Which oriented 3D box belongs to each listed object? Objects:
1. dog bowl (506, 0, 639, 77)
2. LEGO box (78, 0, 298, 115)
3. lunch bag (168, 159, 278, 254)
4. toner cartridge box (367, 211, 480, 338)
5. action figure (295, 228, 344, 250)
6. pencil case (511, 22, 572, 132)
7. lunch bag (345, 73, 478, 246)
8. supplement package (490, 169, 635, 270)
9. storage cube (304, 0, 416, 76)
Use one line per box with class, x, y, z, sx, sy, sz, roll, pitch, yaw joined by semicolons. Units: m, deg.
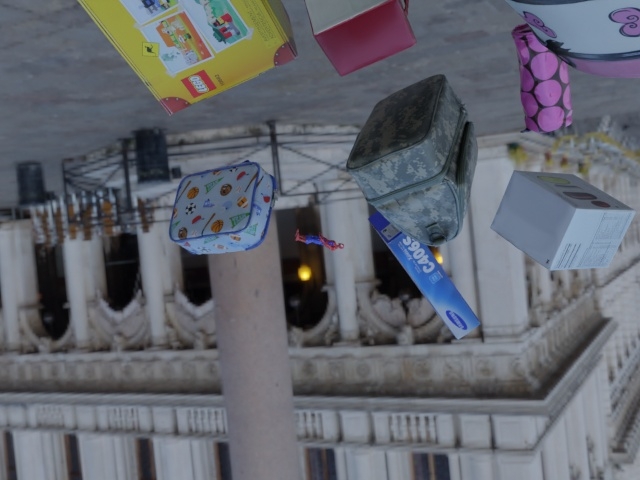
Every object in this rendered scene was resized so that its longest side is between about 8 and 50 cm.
dog bowl;0.395;-0.346;0.815;0.407;0.408;0.150;-5;137;41
LEGO box;-0.327;-0.584;1.724;0.372;0.193;0.500;-21;140;12
lunch bag;-0.257;-0.091;1.981;0.303;0.243;0.115;-6;152;30
toner cartridge box;0.257;0.076;1.828;0.075;0.348;0.165;-36;-154;4
action figure;0.000;0.000;1.685;0.115;0.030;0.038;18;-162;-11
pencil case;0.406;-0.304;1.364;0.095;0.209;0.098;-23;-148;-11
lunch bag;0.223;-0.164;1.563;0.212;0.256;0.305;-18;-148;31
supplement package;0.529;-0.047;1.618;0.203;0.149;0.194;-1;-151;-34
storage cube;0.076;-0.503;1.579;0.214;0.184;0.193;-21;160;14
